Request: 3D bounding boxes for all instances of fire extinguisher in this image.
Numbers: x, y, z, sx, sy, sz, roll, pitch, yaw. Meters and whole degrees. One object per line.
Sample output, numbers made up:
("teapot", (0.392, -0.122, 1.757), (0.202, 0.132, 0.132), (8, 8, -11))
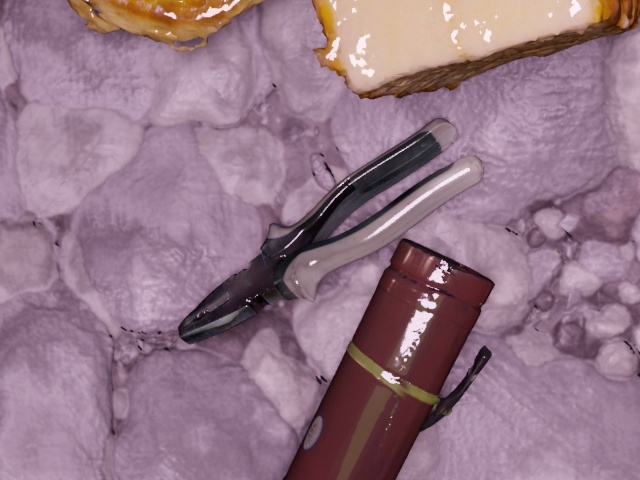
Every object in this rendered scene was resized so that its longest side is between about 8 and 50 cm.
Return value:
("fire extinguisher", (0.054, 0.175, 0.795), (0.141, 0.105, 0.341), (30, 97, 49))

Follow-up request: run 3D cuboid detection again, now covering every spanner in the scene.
("spanner", (0.000, 0.000, 0.808), (0.325, 0.095, 0.040), (-35, 133, 7))

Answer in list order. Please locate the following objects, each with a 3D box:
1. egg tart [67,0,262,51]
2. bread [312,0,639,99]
("egg tart", (-0.121, -0.307, 0.792), (0.291, 0.107, 0.290), (0, 90, 10))
("bread", (0.114, -0.261, 0.657), (0.207, 0.279, 0.279), (-15, 91, 25))
